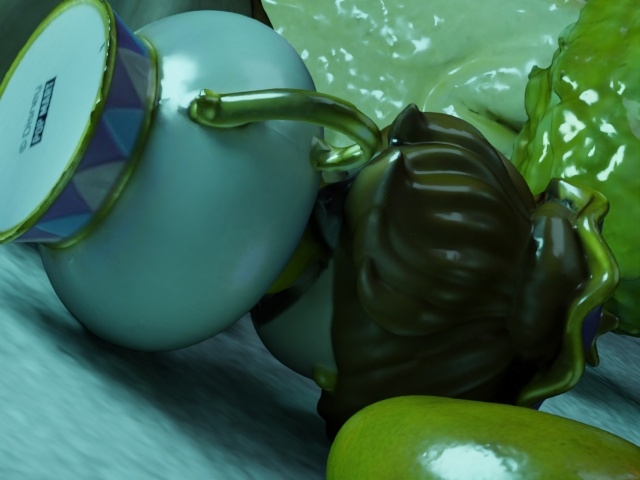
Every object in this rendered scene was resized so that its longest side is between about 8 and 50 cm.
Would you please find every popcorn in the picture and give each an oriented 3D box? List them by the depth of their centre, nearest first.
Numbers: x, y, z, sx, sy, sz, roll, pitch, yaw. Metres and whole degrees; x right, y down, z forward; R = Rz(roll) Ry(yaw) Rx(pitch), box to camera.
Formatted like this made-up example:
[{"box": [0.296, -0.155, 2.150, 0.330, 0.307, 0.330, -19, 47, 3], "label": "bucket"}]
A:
[{"box": [0.267, -0.063, 1.431, 0.247, 0.282, 0.282, 3, 8, 1], "label": "popcorn"}]

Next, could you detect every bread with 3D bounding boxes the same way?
[{"box": [0.104, -0.162, 1.746, 0.390, 0.279, 0.371, 34, 9, 18], "label": "bread"}]

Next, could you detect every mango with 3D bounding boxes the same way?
[{"box": [0.062, 0.097, 0.601, 0.163, 0.089, 0.111, 25, -9, 32], "label": "mango"}]

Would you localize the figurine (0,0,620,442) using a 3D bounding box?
[{"box": [0.000, 0.000, 0.748, 0.263, 0.142, 0.189, 24, -21, -29], "label": "figurine"}]

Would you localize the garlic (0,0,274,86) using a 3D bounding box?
[{"box": [-0.103, -0.082, 0.843, 0.214, 0.191, 0.160, 38, 21, -25], "label": "garlic"}]
